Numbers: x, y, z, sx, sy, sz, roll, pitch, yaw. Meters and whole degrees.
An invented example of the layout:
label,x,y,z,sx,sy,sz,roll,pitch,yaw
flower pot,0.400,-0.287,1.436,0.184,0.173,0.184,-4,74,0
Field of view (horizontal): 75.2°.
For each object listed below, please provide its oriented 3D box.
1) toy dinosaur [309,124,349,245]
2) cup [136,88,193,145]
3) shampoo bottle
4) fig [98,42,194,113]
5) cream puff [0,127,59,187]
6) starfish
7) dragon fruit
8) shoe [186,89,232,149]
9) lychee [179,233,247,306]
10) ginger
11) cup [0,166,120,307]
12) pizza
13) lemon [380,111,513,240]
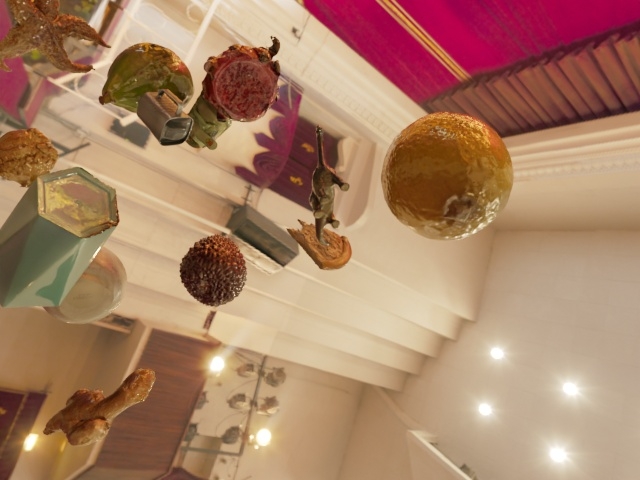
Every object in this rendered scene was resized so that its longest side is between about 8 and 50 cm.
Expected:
label,x,y,z,sx,sy,sz,roll,pitch,yaw
toy dinosaur,0.002,-0.121,0.978,0.188,0.075,0.248,-109,-162,-47
cup,-0.423,-0.345,1.138,0.129,0.095,0.128,45,-53,14
shampoo bottle,-0.948,0.171,1.662,0.317,0.322,0.322,6,-108,60
fig,-0.545,-0.506,1.296,0.233,0.233,0.314,-56,175,12
cream puff,-0.874,-0.238,1.235,0.189,0.129,0.189,-39,180,0
starfish,-0.684,-0.553,1.042,0.060,0.299,0.302,35,-41,25
dragon fruit,-0.211,-0.435,1.130,0.282,0.211,0.147,-46,-162,18
shoe,-0.369,-0.375,1.344,0.128,0.140,0.262,-57,-161,-19
lychee,-0.387,0.096,1.532,0.271,0.271,0.271,-35,-138,38
ginger,-0.454,0.335,0.866,0.133,0.059,0.214,15,-138,33
cup,-0.394,0.002,0.612,0.235,0.148,0.134,-30,-171,37
pizza,0.000,0.000,1.402,0.262,0.181,0.034,41,-47,27
lemon,0.264,-0.134,0.886,0.293,0.293,0.293,-35,-138,38
